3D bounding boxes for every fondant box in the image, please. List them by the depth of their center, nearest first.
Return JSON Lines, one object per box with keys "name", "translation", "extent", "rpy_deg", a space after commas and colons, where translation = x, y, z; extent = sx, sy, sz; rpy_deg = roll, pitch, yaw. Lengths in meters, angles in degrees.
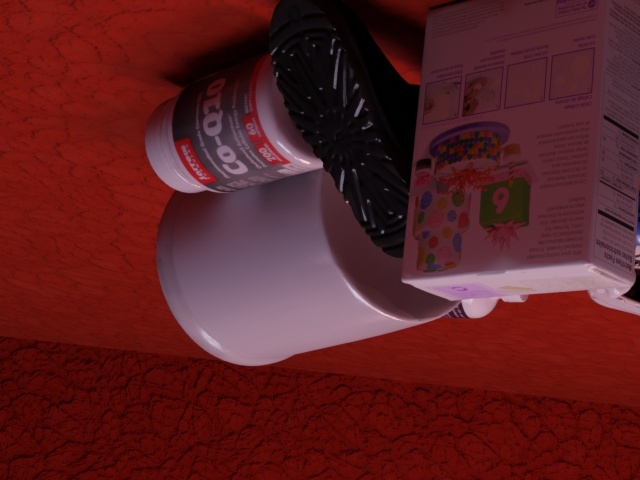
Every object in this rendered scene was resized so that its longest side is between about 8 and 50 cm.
{"name": "fondant box", "translation": [0.221, -0.110, 1.459], "extent": [0.238, 0.330, 0.096], "rpy_deg": [-7, 159, 42]}

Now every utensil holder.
{"name": "utensil holder", "translation": [0.000, 0.000, 1.953], "extent": [0.327, 0.328, 0.385], "rpy_deg": [18, 159, -35]}

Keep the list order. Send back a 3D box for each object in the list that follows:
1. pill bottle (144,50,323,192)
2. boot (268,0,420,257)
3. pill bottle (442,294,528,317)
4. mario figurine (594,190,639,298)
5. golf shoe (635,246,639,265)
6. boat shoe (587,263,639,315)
{"name": "pill bottle", "translation": [-0.098, -0.150, 1.756], "extent": [0.161, 0.161, 0.283], "rpy_deg": [19, 159, -37]}
{"name": "boot", "translation": [0.102, -0.171, 1.625], "extent": [0.131, 0.348, 0.260], "rpy_deg": [-16, -165, 47]}
{"name": "pill bottle", "translation": [0.184, 0.039, 2.258], "extent": [0.323, 0.181, 0.181], "rpy_deg": [1, 163, 22]}
{"name": "mario figurine", "translation": [0.378, -0.014, 1.945], "extent": [0.320, 0.170, 0.198], "rpy_deg": [5, -174, 8]}
{"name": "golf shoe", "translation": [0.542, -0.004, 2.180], "extent": [0.094, 0.077, 0.198], "rpy_deg": [-13, 164, 23]}
{"name": "boat shoe", "translation": [0.610, 0.092, 2.416], "extent": [0.267, 0.096, 0.088], "rpy_deg": [17, 164, 21]}
